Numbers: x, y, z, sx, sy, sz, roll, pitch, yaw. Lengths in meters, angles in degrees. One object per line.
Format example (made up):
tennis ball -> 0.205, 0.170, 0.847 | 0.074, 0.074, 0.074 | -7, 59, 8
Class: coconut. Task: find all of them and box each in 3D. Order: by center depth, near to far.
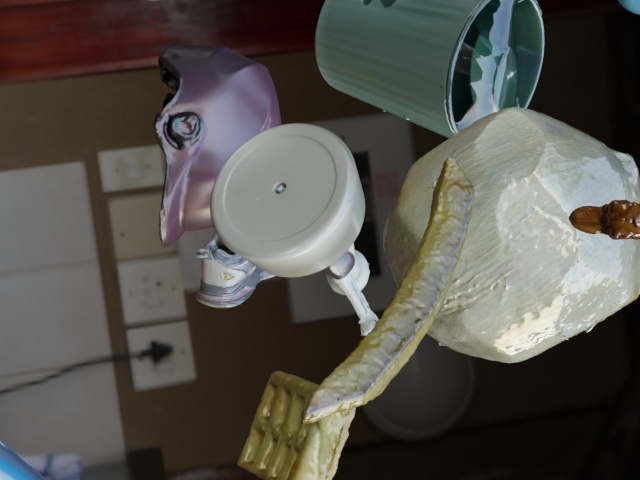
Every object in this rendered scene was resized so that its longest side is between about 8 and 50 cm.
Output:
coconut -> 0.291, -0.010, 1.650 | 0.346, 0.360, 0.346 | 42, 30, -31

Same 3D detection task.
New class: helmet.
helmet -> -0.160, -0.155, 1.844 | 0.271, 0.197, 0.338 | 97, -9, -65

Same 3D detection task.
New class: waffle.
waffle -> -0.040, 0.291, 1.743 | 0.274, 0.057, 0.168 | 0, -110, 68

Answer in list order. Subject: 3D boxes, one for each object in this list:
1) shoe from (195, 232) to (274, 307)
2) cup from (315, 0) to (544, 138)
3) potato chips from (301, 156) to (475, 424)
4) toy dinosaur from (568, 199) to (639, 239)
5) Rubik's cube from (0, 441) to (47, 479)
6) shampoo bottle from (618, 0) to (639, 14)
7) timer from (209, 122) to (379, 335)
shoe -> -0.110, 0.013, 1.591 | 0.089, 0.180, 0.092 | 15, -50, 36
cup -> 0.244, -0.379, 2.322 | 0.392, 0.401, 0.310 | 24, -75, 37
potato chips -> 0.094, 0.065, 1.270 | 0.407, 0.080, 0.057 | -57, 174, -38
toy dinosaur -> 0.439, 0.031, 1.031 | 0.432, 0.208, 0.097 | 23, -72, 39
Rubik's cube -> -0.437, 0.325, 1.112 | 0.352, 0.347, 0.351 | 26, -21, 37
shampoo bottle -> 0.550, -0.545, 1.681 | 0.331, 0.331, 0.343 | 119, -40, -75
timer -> 0.000, 0.000, 1.383 | 0.266, 0.175, 0.175 | 52, 20, -55
